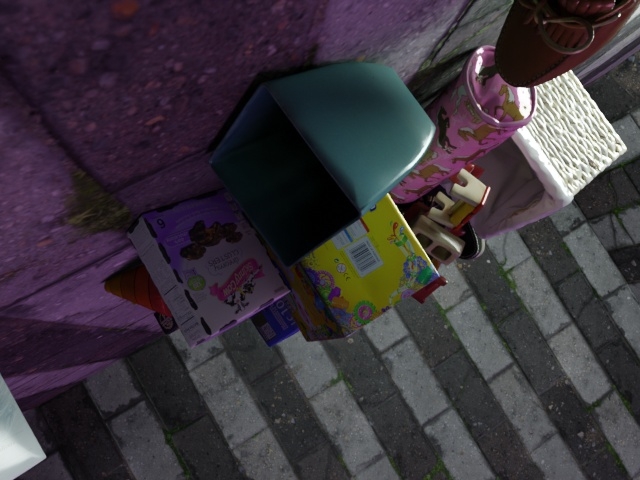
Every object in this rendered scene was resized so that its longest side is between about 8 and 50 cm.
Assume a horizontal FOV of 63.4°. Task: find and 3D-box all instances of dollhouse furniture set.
[{"bbox_3d":[0.294,-0.034,1.206,0.201,0.152,0.374,-58,-178,-37],"label":"dollhouse furniture set"}]

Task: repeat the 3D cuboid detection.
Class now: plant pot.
[{"bbox_3d":[0.024,-0.115,0.639,0.234,0.165,0.166,-37,-179,-38],"label":"plant pot"}]

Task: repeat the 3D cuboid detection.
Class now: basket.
[{"bbox_3d":[0.469,-0.229,1.264,0.266,0.331,0.328,-35,178,-20],"label":"basket"}]

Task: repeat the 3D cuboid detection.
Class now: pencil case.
[{"bbox_3d":[0.239,-0.206,1.009,0.160,0.167,0.386,-8,168,-23],"label":"pencil case"}]

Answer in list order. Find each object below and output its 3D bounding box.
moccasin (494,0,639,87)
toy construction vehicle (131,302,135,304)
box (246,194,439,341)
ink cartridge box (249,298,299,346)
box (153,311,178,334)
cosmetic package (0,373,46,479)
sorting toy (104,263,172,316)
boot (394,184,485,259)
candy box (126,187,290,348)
[{"bbox_3d":[0.286,-0.284,0.540,0.147,0.139,0.380,-28,175,-16],"label":"moccasin"},{"bbox_3d":[-0.409,0.123,1.277,0.098,0.035,0.086,-28,-173,6],"label":"toy construction vehicle"},{"bbox_3d":[0.000,0.000,0.868,0.177,0.289,0.279,-30,176,-17],"label":"box"},{"bbox_3d":[-0.056,0.046,1.139,0.396,0.270,0.151,-27,171,-43],"label":"ink cartridge box"},{"bbox_3d":[-0.314,0.147,1.731,0.318,0.097,0.395,-38,172,33],"label":"box"},{"bbox_3d":[-0.454,0.199,0.518,0.138,0.224,0.224,-35,175,19],"label":"cosmetic package"},{"bbox_3d":[-0.342,0.091,1.085,0.126,0.126,0.365,-1,177,-3],"label":"sorting toy"},{"bbox_3d":[0.324,-0.099,1.494,0.138,0.377,0.284,-24,175,35],"label":"boot"},{"bbox_3d":[-0.164,0.035,0.782,0.165,0.196,0.070,-27,174,-46],"label":"candy box"}]
